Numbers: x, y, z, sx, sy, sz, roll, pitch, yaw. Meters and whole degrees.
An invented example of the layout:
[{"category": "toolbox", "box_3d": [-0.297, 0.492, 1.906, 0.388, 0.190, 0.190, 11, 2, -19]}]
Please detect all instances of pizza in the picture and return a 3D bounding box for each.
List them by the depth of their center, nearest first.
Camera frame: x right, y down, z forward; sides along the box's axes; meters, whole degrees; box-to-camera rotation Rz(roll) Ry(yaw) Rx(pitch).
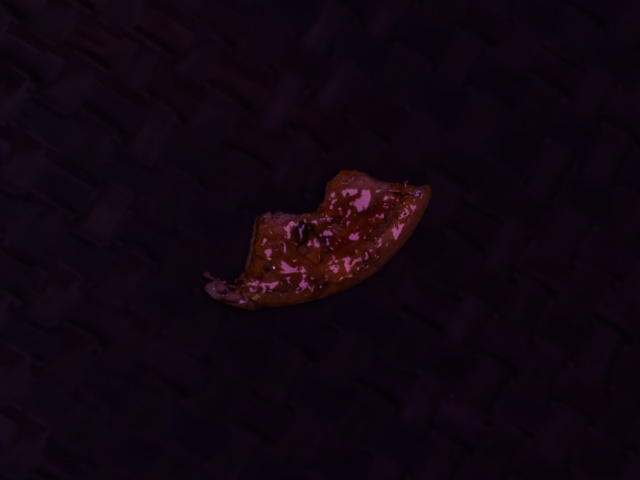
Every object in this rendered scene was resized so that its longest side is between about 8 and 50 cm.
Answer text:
[{"category": "pizza", "box_3d": [0.000, 0.000, 0.608, 0.083, 0.016, 0.037, -25, 84, -13]}]
